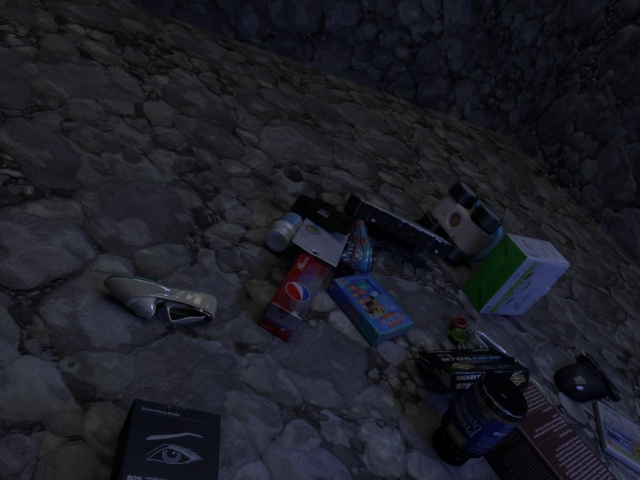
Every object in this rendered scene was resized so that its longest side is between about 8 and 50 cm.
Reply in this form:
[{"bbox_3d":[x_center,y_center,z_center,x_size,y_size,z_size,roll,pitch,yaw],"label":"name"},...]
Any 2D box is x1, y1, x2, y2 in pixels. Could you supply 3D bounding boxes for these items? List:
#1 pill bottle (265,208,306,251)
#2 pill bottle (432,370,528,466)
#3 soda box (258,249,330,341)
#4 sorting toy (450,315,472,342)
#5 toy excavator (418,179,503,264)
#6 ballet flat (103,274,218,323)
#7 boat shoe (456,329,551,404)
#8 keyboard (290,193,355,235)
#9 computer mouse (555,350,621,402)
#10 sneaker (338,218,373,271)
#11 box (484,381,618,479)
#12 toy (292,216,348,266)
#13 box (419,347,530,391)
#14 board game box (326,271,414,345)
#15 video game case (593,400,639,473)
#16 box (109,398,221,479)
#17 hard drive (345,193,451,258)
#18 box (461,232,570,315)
[{"bbox_3d":[-0.095,-0.030,1.573,0.087,0.087,0.160,34,32,5],"label":"pill bottle"},{"bbox_3d":[0.347,0.403,1.206,0.122,0.219,0.123,22,32,-14],"label":"pill bottle"},{"bbox_3d":[-0.062,0.134,1.375,0.092,0.083,0.263,31,30,1],"label":"soda box"},{"bbox_3d":[0.419,0.277,1.628,0.061,0.042,0.102,17,43,8],"label":"sorting toy"},{"bbox_3d":[0.590,-0.079,2.152,0.445,0.222,0.433,19,30,-44],"label":"toy excavator"},{"bbox_3d":[-0.337,0.134,1.157,0.248,0.086,0.086,14,35,-27],"label":"ballet flat"},{"bbox_3d":[0.525,0.372,1.521,0.302,0.094,0.109,34,32,5],"label":"boat shoe"},{"bbox_3d":[0.013,-0.074,1.596,0.192,0.038,0.100,28,52,15],"label":"keyboard"},{"bbox_3d":[0.852,0.436,1.728,0.272,0.072,0.188,2,43,-39],"label":"computer mouse"},{"bbox_3d":[0.084,0.006,1.655,0.125,0.104,0.262,0,23,-7],"label":"sneaker"},{"bbox_3d":[0.541,0.536,1.265,0.191,0.143,0.381,-1,42,-42],"label":"box"},{"bbox_3d":[0.000,0.000,1.549,0.136,0.056,0.237,30,32,-2],"label":"toy"},{"bbox_3d":[0.388,0.327,1.383,0.220,0.051,0.175,2,6,-15],"label":"box"},{"bbox_3d":[0.138,0.184,1.506,0.160,0.047,0.210,-7,46,-46],"label":"board game box"},{"bbox_3d":[0.913,0.598,1.597,0.212,0.023,0.193,33,31,1],"label":"video game case"},{"bbox_3d":[-0.248,0.375,0.854,0.153,0.108,0.207,18,33,-19],"label":"box"},{"bbox_3d":[0.256,-0.055,1.845,0.338,0.064,0.237,25,7,-8],"label":"hard drive"},{"bbox_3d":[0.656,0.124,1.822,0.231,0.262,0.127,7,38,-32],"label":"box"}]
